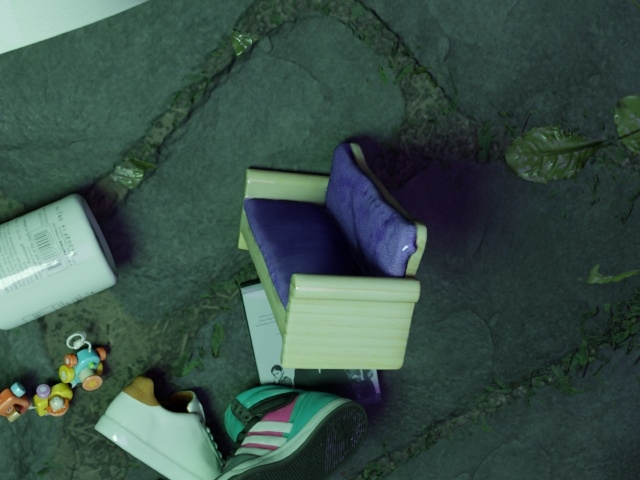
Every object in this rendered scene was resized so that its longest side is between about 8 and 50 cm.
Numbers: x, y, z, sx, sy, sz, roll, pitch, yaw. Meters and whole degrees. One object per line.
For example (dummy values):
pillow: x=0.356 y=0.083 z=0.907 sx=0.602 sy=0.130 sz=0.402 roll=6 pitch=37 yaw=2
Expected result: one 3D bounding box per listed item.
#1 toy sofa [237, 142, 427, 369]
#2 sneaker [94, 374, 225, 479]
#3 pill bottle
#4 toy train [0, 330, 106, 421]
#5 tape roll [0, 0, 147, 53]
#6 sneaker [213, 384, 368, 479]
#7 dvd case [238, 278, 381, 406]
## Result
toy sofa: x=0.000 y=0.000 z=1.233 sx=0.150 sy=0.362 sz=0.177 roll=3 pitch=113 yaw=-15
sneaker: x=-0.179 y=0.296 z=1.420 sx=0.290 sy=0.106 sz=0.123 roll=45 pitch=69 yaw=-33
pill bottle: x=-0.390 y=0.040 z=1.266 sx=0.229 sy=0.131 sz=0.131 roll=-23 pitch=112 yaw=-7
toy train: x=-0.363 y=0.200 z=1.338 sx=0.166 sy=0.046 sz=0.125 roll=-39 pitch=153 yaw=-3
tape roll: x=-0.350 y=-0.248 z=1.047 sx=0.392 sy=0.392 sz=0.072 roll=-20 pitch=111 yaw=-8
sneaker: x=-0.095 y=0.297 z=1.372 sx=0.295 sy=0.178 sz=0.124 roll=-31 pitch=115 yaw=-32
dvd case: x=-0.011 y=0.154 z=1.457 sx=0.179 sy=0.029 sz=0.239 roll=-13 pitch=110 yaw=-10
